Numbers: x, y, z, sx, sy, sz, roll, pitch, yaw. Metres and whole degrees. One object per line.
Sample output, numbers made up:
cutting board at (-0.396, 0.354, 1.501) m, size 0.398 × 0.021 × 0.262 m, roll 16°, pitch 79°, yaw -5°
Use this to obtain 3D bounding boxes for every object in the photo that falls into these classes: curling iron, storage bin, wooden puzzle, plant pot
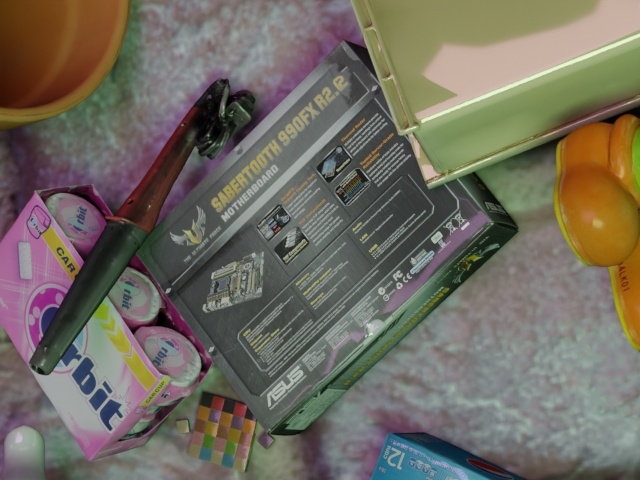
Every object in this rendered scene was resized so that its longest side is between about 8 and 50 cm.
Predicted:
curling iron at (-0.132, -0.017, 1.380) m, size 0.035 × 0.068 × 0.274 m, roll 42°, pitch 66°, yaw -15°
storage bin at (0.141, -0.211, 1.267) m, size 0.262 × 0.123 × 0.260 m, roll -21°, pitch 75°, yaw 8°
wooden puzzle at (-0.071, 0.144, 1.424) m, size 0.083 × 0.006 × 0.049 m, roll 14°, pitch 91°, yaw 26°
plant pot at (-0.316, -0.204, 1.445) m, size 0.203 × 0.291 × 0.291 m, roll -18°, pitch 77°, yaw 40°

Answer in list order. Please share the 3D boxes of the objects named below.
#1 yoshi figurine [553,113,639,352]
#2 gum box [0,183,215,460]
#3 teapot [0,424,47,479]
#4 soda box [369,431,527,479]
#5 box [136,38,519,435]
yoshi figurine at (0.339, -0.026, 1.159) m, size 0.362 × 0.203 × 0.203 m, roll -20°, pitch 92°, yaw 20°
gum box at (-0.170, 0.064, 1.432) m, size 0.188 × 0.062 × 0.107 m, roll 54°, pitch 126°, yaw 20°
teapot at (-0.217, 0.314, 1.385) m, size 0.252 × 0.187 × 0.256 m, roll 44°, pitch 86°, yaw -5°
soda box at (0.134, 0.202, 1.287) m, size 0.210 × 0.067 × 0.071 m, roll 23°, pitch 95°, yaw 26°
box at (0.000, 0.000, 1.378) m, size 0.231 × 0.056 × 0.183 m, roll -44°, pitch 67°, yaw 15°
